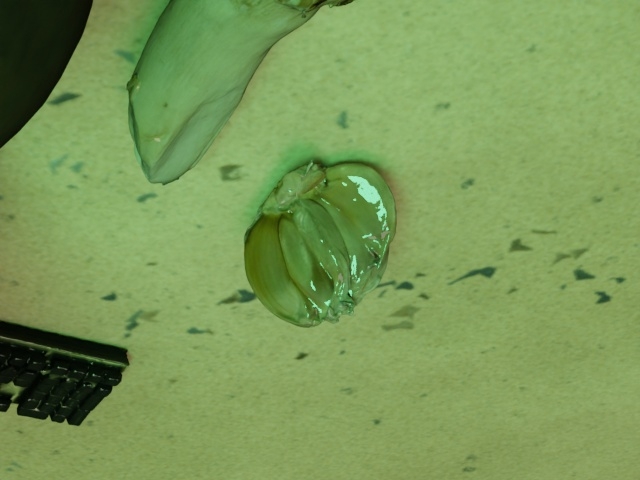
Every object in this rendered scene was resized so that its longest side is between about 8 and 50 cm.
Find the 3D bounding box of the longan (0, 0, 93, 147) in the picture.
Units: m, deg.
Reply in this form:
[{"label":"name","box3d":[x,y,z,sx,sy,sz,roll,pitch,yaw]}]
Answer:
[{"label":"longan","box3d":[-0.219,-0.135,0.496,0.243,0.300,0.300,-45,147,-18]}]

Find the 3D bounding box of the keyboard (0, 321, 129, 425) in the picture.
[{"label":"keyboard","box3d":[-0.297,0.076,0.929,0.317,0.027,0.106,16,138,-27]}]

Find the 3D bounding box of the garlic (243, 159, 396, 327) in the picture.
[{"label":"garlic","box3d":[0.004,0.003,0.840,0.113,0.094,0.074,-37,175,26]}]

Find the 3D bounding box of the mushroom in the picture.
[{"label":"mushroom","box3d":[-0.049,-0.106,0.698,0.084,0.071,0.209,-19,161,-43]}]
